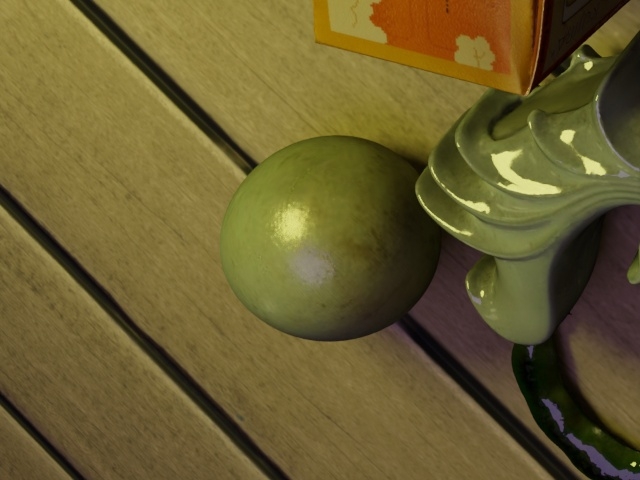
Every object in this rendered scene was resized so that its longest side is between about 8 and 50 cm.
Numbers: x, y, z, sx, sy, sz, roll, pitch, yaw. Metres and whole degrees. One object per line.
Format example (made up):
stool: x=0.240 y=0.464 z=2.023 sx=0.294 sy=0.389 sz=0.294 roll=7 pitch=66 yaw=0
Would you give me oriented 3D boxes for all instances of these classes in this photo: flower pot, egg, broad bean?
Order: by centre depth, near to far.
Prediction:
flower pot: x=0.253 y=-0.044 z=1.269 sx=0.367 sy=0.164 sz=0.254 roll=-15 pitch=116 yaw=46
egg: x=0.000 y=0.000 z=1.492 sx=0.218 sy=0.218 sz=0.295 roll=59 pitch=153 yaw=-12
broad bean: x=0.298 y=0.193 z=1.503 sx=0.292 sy=0.049 sz=0.144 roll=52 pitch=139 yaw=-4

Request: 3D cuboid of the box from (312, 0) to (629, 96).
box: x=0.146 y=-0.297 z=1.064 sx=0.213 sy=0.283 sz=0.260 roll=21 pitch=133 yaw=28
